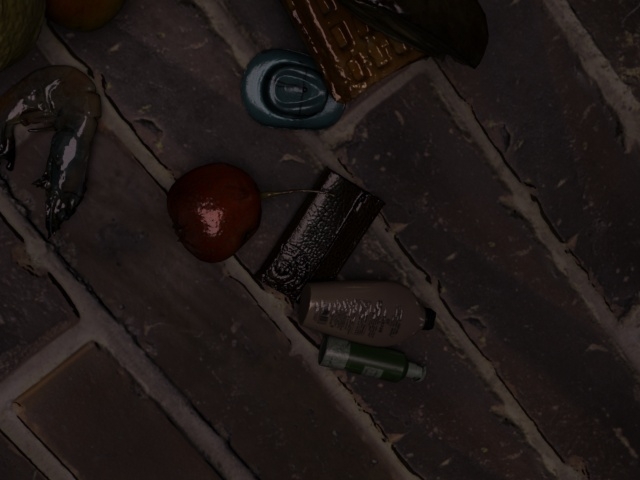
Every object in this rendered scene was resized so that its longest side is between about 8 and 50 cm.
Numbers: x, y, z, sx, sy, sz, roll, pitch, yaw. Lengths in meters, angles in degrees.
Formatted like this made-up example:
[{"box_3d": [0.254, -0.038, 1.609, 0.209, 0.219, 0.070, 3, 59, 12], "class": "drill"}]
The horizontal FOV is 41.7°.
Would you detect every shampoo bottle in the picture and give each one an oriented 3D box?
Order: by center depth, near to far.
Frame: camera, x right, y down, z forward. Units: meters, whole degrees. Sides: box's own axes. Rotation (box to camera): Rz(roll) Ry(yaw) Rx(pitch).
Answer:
[{"box_3d": [0.091, 0.131, 1.533, 0.257, 0.078, 0.127, 10, 100, -17], "class": "shampoo bottle"}, {"box_3d": [0.100, 0.227, 1.571, 0.205, 0.065, 0.065, 14, 99, -10], "class": "shampoo bottle"}]

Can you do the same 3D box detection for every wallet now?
[{"box_3d": [0.000, 0.000, 1.523, 0.133, 0.039, 0.243, 32, 98, -17], "class": "wallet"}]

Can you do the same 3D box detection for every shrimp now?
[{"box_3d": [-0.475, -0.156, 1.415, 0.178, 0.075, 0.289, 13, 100, -2], "class": "shrimp"}]

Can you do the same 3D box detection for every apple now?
[{"box_3d": [-0.389, -0.423, 1.315, 0.196, 0.196, 0.195, -1, 101, -7], "class": "apple"}]

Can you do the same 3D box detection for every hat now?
[{"box_3d": [-0.041, -0.258, 1.447, 0.191, 0.078, 0.138, 6, 97, -9], "class": "hat"}]

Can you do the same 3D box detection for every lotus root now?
[{"box_3d": [0.123, -0.392, 1.287, 0.314, 0.210, 0.142, 21, 97, -33], "class": "lotus root"}]

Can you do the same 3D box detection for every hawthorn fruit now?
[{"box_3d": [-0.119, -0.070, 1.442, 0.286, 0.165, 0.165, -20, 103, -9], "class": "hawthorn fruit"}]

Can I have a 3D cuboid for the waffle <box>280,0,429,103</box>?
[{"box_3d": [0.047, -0.415, 1.392, 0.224, 0.098, 0.327, -31, 100, -15], "class": "waffle"}]

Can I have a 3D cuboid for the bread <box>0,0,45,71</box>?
[{"box_3d": [-0.550, -0.370, 1.163, 0.321, 0.237, 0.320, 8, 110, 22], "class": "bread"}]
